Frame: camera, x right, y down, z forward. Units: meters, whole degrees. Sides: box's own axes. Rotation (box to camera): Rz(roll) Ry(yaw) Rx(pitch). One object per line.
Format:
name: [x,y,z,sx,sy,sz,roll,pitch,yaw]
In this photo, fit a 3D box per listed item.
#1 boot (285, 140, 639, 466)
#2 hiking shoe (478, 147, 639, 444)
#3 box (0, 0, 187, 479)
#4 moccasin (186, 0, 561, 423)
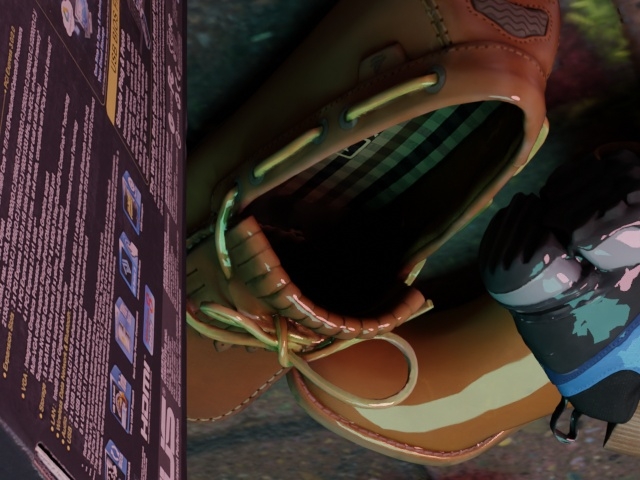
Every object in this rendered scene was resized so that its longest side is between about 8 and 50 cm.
boot: [0.132,0.037,1.064,0.283,0.109,0.220,10,138,-3]
hiking shoe: [0.238,-0.009,0.937,0.304,0.113,0.132,-22,115,13]
box: [-0.138,-0.097,0.638,0.097,0.395,0.318,-11,142,11]
moccasin: [0.003,0.001,0.975,0.139,0.147,0.380,22,137,-27]
